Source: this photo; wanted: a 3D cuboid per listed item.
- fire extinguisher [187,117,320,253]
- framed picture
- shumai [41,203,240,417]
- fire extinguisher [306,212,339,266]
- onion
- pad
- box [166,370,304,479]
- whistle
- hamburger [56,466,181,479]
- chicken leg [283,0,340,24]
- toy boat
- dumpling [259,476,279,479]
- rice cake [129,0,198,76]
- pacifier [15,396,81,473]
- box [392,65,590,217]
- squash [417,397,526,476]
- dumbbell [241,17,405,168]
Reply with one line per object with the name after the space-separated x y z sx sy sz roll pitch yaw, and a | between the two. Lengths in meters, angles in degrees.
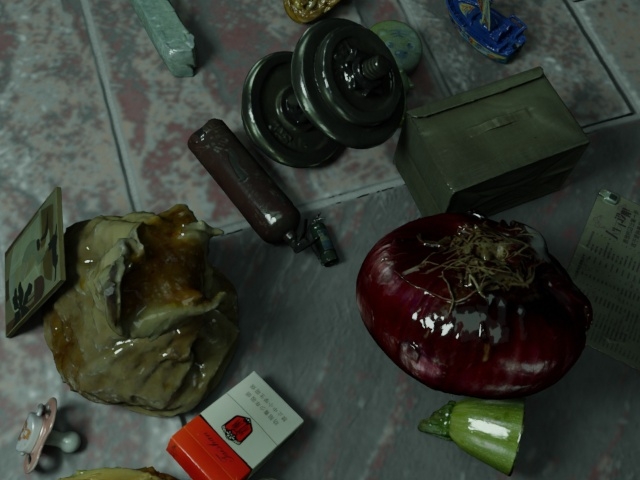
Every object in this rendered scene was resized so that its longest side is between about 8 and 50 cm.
-0.098 -0.077 1.099 0.072 0.089 0.268 -24 65 -39 | fire extinguisher
-0.393 0.034 0.992 0.010 0.201 0.136 10 57 -40 | framed picture
-0.256 0.056 0.937 0.314 0.262 0.267 39 68 16 | shumai
0.000 0.000 1.102 0.038 0.025 0.083 -26 66 11 | fire extinguisher
0.194 0.090 0.962 0.313 0.233 0.314 8 33 -5 | onion
0.459 0.052 1.105 0.159 0.009 0.265 26 67 9 | pad
-0.108 0.252 0.940 0.100 0.048 0.152 40 50 17 | box
0.123 -0.279 1.229 0.104 0.057 0.199 0 72 -8 | whistle
-0.244 0.407 0.836 0.259 0.145 0.283 -7 59 -3 | hamburger
0.020 -0.457 1.288 0.207 0.101 0.085 -40 103 -28 | chicken leg
0.281 -0.395 1.254 0.091 0.110 0.175 -40 70 -19 | toy boat
-0.051 0.340 0.931 0.077 0.043 0.060 27 83 -7 | dumpling
-0.269 -0.371 1.244 0.063 0.069 0.207 -26 70 -14 | rice cake
-0.351 0.255 0.952 0.078 0.081 0.099 22 89 -26 | pacifier
0.252 -0.135 1.105 0.231 0.155 0.149 -20 67 -12 | box
0.198 0.241 0.963 0.132 0.105 0.105 13 64 15 | squash
0.002 -0.213 1.082 0.192 0.290 0.192 7 78 -35 | dumbbell
